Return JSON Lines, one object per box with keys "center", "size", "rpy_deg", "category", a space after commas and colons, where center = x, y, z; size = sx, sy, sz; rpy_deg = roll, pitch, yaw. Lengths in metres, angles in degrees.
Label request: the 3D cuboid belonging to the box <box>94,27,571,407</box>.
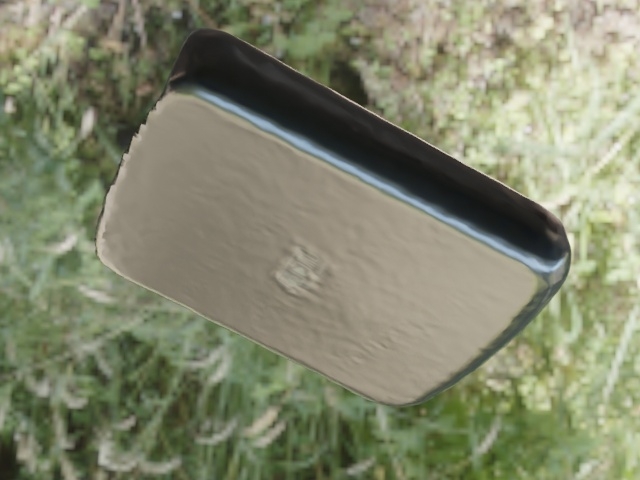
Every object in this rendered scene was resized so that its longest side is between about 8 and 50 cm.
{"center": [0.000, 0.000, 0.424], "size": [0.125, 0.027, 0.126], "rpy_deg": [27, 149, -6], "category": "box"}
